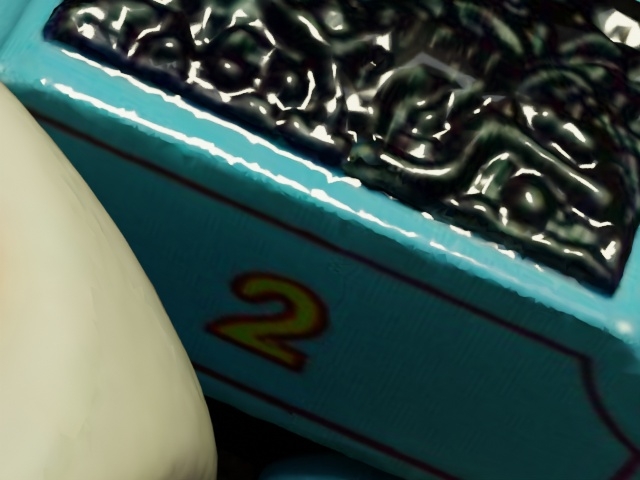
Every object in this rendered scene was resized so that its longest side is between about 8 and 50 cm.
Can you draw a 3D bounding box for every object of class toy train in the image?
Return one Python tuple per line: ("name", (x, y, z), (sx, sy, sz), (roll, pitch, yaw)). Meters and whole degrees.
("toy train", (0.000, 0.000, 0.640), (0.300, 0.265, 0.188), (23, 53, -1))

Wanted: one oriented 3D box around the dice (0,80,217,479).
("dice", (-0.223, 0.076, 0.498), (0.304, 0.304, 0.277), (38, 55, 12))
